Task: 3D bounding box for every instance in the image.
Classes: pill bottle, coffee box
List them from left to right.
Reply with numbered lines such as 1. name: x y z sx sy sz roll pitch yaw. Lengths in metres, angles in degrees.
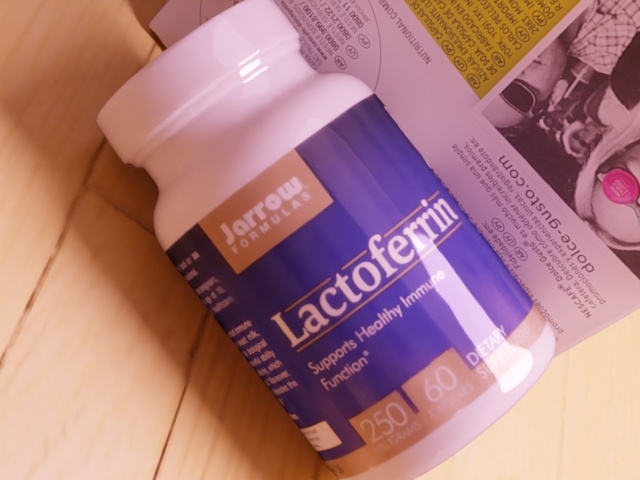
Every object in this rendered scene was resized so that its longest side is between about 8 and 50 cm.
1. pill bottle: 0.000 0.000 0.731 0.264 0.153 0.153 52 38 -1
2. coffee box: 0.161 -0.154 0.865 0.338 0.334 0.338 51 39 -1
